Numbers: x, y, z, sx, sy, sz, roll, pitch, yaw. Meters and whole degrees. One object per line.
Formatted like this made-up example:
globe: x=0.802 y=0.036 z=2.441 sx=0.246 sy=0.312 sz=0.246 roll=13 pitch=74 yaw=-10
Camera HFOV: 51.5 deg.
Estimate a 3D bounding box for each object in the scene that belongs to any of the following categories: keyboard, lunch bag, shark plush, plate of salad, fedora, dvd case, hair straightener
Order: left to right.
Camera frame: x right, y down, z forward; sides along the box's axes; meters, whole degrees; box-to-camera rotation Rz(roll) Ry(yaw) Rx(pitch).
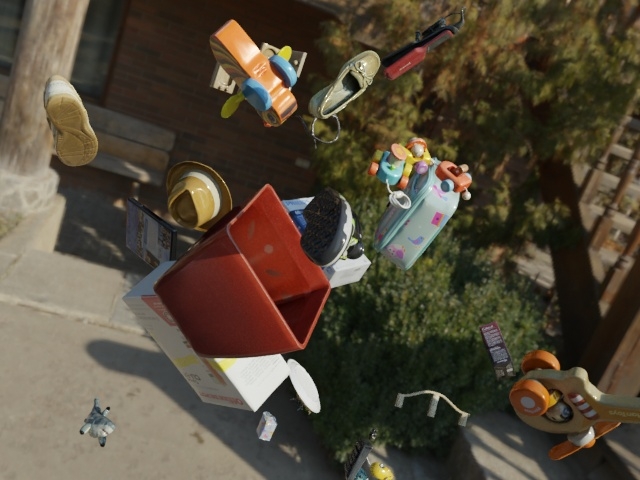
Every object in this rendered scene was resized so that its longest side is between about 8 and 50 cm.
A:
shark plush: x=-0.529 y=0.434 z=1.610 sx=0.073 sy=0.067 sz=0.161 roll=45 pitch=-3 yaw=-18
dvd case: x=-0.535 y=-0.008 z=2.091 sx=0.253 sy=0.180 sz=0.022 roll=32 pitch=34 yaw=35
fedora: x=-0.303 y=-0.091 z=1.570 sx=0.194 sy=0.194 sz=0.079 roll=23 pitch=38 yaw=10
lunch bag: x=-0.189 y=0.646 z=2.319 sx=0.053 sy=0.071 sz=0.083 roll=21 pitch=5 yaw=-21
plate of salad: x=-0.063 y=0.490 z=2.225 sx=0.199 sy=0.048 sz=0.200 roll=55 pitch=10 yaw=-15
keyboard: x=0.073 y=0.396 z=1.245 sx=0.023 sy=0.108 sz=0.180 roll=33 pitch=-10 yaw=7
lunch bag: x=0.221 y=-0.072 z=1.497 sx=0.108 sy=0.224 sz=0.279 roll=33 pitch=22 yaw=-2
hair straightener: x=0.236 y=-0.469 z=1.534 sx=0.047 sy=0.230 sz=0.089 roll=30 pitch=36 yaw=-41

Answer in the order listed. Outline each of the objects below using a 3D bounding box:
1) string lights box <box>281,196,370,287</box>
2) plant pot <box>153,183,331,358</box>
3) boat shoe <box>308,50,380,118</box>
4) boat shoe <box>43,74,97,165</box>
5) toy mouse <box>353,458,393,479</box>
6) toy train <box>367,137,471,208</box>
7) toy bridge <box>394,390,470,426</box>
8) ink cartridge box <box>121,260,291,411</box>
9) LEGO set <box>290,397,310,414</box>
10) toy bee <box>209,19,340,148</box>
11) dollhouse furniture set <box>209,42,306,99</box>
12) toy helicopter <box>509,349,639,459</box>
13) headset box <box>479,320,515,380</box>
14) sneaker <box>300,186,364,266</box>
string lights box: x=0.000 y=0.000 z=1.759 sx=0.133 sy=0.076 sz=0.259 roll=-10 pitch=52 yaw=-43
plant pot: x=-0.166 y=0.086 z=1.332 sx=0.267 sy=0.236 sz=0.267 roll=59 pitch=23 yaw=-13
boat shoe: x=0.047 y=-0.261 z=1.121 sx=0.056 sy=0.153 sz=0.048 roll=54 pitch=-9 yaw=-28
boat shoe: x=-0.366 y=-0.174 z=0.973 sx=0.063 sy=0.170 sz=0.059 roll=-13 pitch=65 yaw=-19
toy mouse: x=0.133 y=0.628 z=1.706 sx=0.161 sy=0.143 sz=0.031 roll=37 pitch=37 yaw=-1
toy train: x=0.149 y=-0.104 z=0.959 sx=0.166 sy=0.046 sz=0.125 roll=-17 pitch=57 yaw=-40
toy bridge: x=0.288 y=0.418 z=1.690 sx=0.188 sy=0.063 sz=0.026 roll=15 pitch=-11 yaw=4
ink cartridge box: x=-0.294 y=0.245 z=1.721 sx=0.279 sy=0.384 sz=0.160 roll=-8 pitch=31 yaw=51
LEGO set: x=-0.063 y=0.558 z=2.266 sx=0.083 sy=0.023 sz=0.054 roll=26 pitch=26 yaw=-27
toy bee: x=-0.116 y=-0.290 z=1.345 sx=0.195 sy=0.298 sz=0.162 roll=-25 pitch=0 yaw=-20
dollhouse furniture set: x=-0.144 y=-0.392 z=1.527 sx=0.151 sy=0.144 sz=0.123 roll=13 pitch=10 yaw=-35
toy helicopter: x=0.603 y=0.379 z=1.454 sx=0.355 sy=0.234 sz=0.140 roll=-3 pitch=27 yaw=33
headset box: x=0.287 y=0.177 z=1.082 sx=0.062 sy=0.032 sz=0.083 roll=60 pitch=13 yaw=-52
sneaker: x=0.033 y=-0.011 z=0.955 sx=0.097 sy=0.084 sz=0.234 roll=43 pitch=15 yaw=-15
